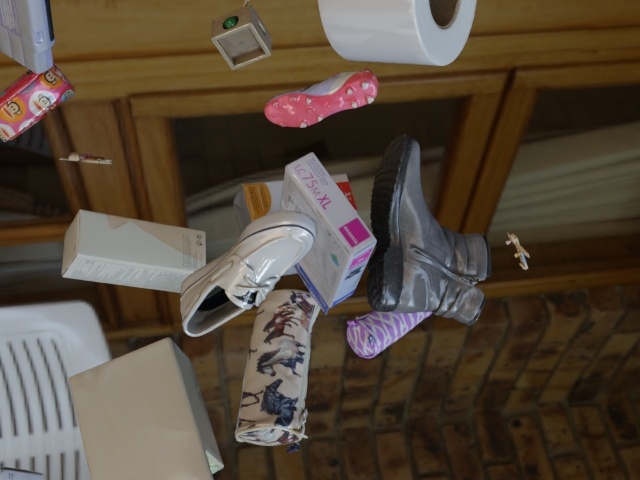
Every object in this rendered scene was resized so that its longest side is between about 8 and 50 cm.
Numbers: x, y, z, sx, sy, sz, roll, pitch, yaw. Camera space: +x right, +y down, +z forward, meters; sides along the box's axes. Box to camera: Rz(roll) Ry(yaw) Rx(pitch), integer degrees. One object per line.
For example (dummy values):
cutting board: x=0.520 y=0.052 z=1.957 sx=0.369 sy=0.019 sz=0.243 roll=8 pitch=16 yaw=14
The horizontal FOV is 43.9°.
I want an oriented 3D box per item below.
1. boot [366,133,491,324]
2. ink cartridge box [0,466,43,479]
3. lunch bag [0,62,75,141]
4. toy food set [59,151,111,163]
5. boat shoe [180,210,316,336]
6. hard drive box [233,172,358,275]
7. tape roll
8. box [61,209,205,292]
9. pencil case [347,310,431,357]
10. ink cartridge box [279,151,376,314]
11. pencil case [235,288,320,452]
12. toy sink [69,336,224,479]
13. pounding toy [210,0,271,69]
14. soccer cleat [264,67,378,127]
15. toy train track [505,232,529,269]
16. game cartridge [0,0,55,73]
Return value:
boot: x=0.211 y=-0.018 z=1.491 sx=0.118 sy=0.222 sz=0.339 roll=-172 pitch=-92 yaw=-74
ink cartridge box: x=-0.721 y=0.559 z=1.561 sx=0.197 sy=0.269 sz=0.198 roll=55 pitch=30 yaw=-65
lunch bag: x=-0.757 y=-0.346 z=2.029 sx=0.120 sy=0.258 sz=0.293 roll=50 pitch=-7 yaw=-21
toy food set: x=-0.514 y=-0.183 z=1.765 sx=0.078 sy=0.122 sz=0.019 roll=-6 pitch=102 yaw=-69
boat shoe: x=-0.108 y=0.054 z=1.127 sx=0.096 sy=0.267 sz=0.088 roll=35 pitch=37 yaw=-37
hard drive box: x=-0.042 y=-0.031 z=1.627 sx=0.089 sy=0.232 sz=0.181 roll=127 pitch=-50 yaw=-59
tape roll: x=0.127 y=-0.405 z=1.264 sx=0.246 sy=0.169 sz=0.246 roll=-23 pitch=118 yaw=-54
box: x=-0.444 y=0.032 z=1.902 sx=0.148 sy=0.311 sz=0.121 roll=-36 pitch=-130 yaw=50
pencil case: x=0.140 y=0.159 z=1.610 sx=0.086 sy=0.206 sz=0.088 roll=-27 pitch=-89 yaw=52
ink cartridge box: x=0.000 y=0.000 z=1.371 sx=0.186 sy=0.065 sz=0.311 roll=55 pitch=-20 yaw=15
pencil case: x=-0.094 y=0.313 z=1.999 sx=0.160 sy=0.183 sz=0.411 roll=68 pitch=26 yaw=-55
toy sink: x=-0.231 y=0.282 z=1.103 sx=0.131 sy=0.152 sz=0.234 roll=74 pitch=-7 yaw=-62
pounding toy: x=-0.190 y=-0.517 z=1.932 sx=0.141 sy=0.130 sz=0.100 roll=53 pitch=27 yaw=-48
soccer cleat: x=0.003 y=-0.305 z=1.691 sx=0.095 sy=0.247 sz=0.083 roll=-88 pitch=161 yaw=-54
toy train track: x=0.278 y=0.019 z=1.121 sx=0.048 sy=0.014 sz=0.083 roll=55 pitch=1 yaw=41
game cartridge: x=-0.616 y=-0.514 z=1.521 sx=0.068 sy=0.230 sz=0.355 roll=-50 pitch=163 yaw=-38
